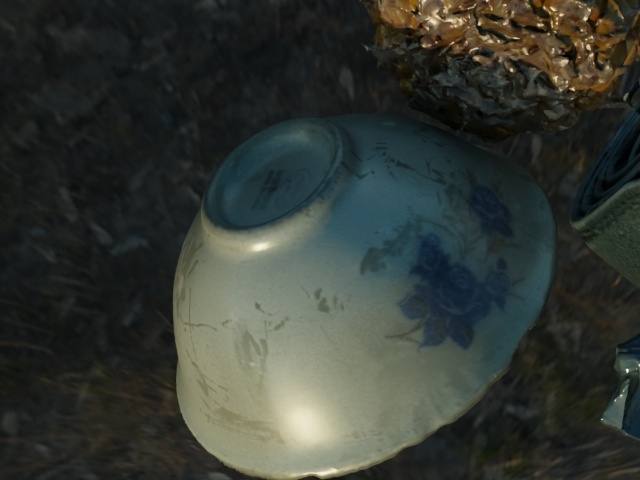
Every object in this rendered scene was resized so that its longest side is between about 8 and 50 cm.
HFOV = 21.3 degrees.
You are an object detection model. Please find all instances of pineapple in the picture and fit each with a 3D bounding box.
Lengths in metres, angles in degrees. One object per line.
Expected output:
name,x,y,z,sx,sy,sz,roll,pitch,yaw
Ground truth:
pineapple,0.126,-0.139,1.183,0.225,0.225,0.076,6,50,5

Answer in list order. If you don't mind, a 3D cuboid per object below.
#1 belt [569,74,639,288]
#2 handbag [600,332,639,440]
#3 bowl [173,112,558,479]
belt,0.214,-0.063,0.854,0.116,0.267,0.206,38,113,1
handbag,0.310,0.053,1.214,0.179,0.062,0.229,21,94,-15
bowl,0.000,0.000,1.208,0.313,0.146,0.313,-20,40,17
